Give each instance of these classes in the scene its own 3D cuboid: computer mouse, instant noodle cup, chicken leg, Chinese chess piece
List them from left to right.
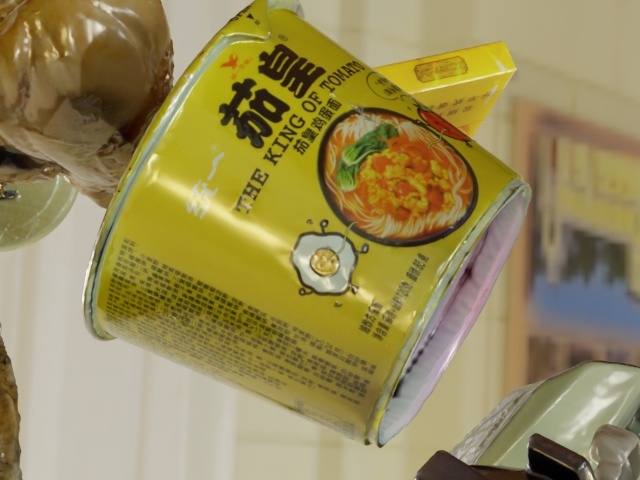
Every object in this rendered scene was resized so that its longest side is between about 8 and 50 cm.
[{"bbox_3d":[-0.348,-0.080,2.074,0.188,0.188,0.083,5,-178,-15],"label":"Chinese chess piece"},{"bbox_3d":[-0.246,-0.097,1.790,0.295,0.182,0.409,-22,149,3],"label":"chicken leg"},{"bbox_3d":[0.000,0.000,1.562,0.254,0.325,0.325,30,178,12],"label":"instant noodle cup"},{"bbox_3d":[0.205,0.292,1.925,0.228,0.145,0.429,36,118,-13],"label":"computer mouse"}]

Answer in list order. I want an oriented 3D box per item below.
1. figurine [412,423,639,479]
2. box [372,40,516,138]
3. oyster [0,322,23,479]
[{"bbox_3d":[0.128,0.239,1.159,0.143,0.308,0.308,3,172,16],"label":"figurine"},{"bbox_3d":[0.079,-0.100,1.900,0.152,0.043,0.269,-12,159,-21],"label":"box"},{"bbox_3d":[-0.318,0.151,1.611,0.111,0.204,0.396,-2,178,-29],"label":"oyster"}]
